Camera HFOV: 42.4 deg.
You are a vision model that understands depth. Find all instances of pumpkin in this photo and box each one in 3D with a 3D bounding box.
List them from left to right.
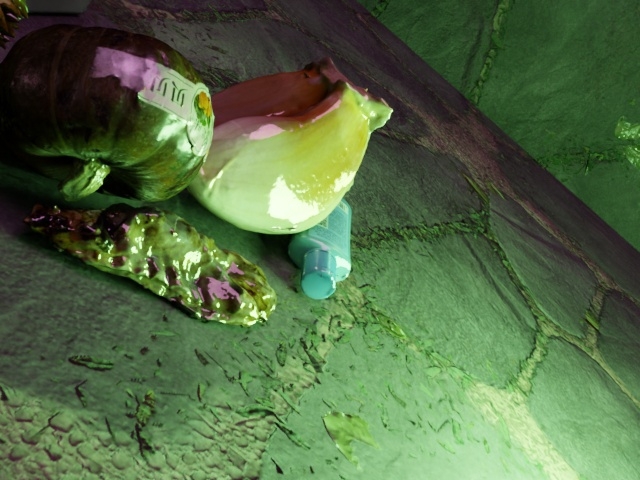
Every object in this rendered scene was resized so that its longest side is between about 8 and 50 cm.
[{"bbox_3d":[-0.255,-0.129,0.959,0.260,0.260,0.189,26,64,-29],"label":"pumpkin"}]

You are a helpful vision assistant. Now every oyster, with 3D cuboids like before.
[{"bbox_3d":[-0.185,0.022,0.987,0.345,0.078,0.128,24,38,-36],"label":"oyster"}]

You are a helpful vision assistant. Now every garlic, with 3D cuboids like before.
[{"bbox_3d":[-0.078,-0.146,1.224,0.313,0.249,0.286,-31,72,-20],"label":"garlic"}]

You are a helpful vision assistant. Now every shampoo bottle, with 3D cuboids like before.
[{"bbox_3d":[0.000,0.000,1.277,0.104,0.061,0.258,29,27,-14],"label":"shampoo bottle"}]

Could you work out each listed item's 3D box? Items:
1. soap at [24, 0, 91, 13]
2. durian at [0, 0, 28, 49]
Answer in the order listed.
[{"bbox_3d":[-0.437,-0.429,1.250,0.087,0.160,0.265,45,25,7],"label":"soap"},{"bbox_3d":[-0.474,-0.269,0.878,0.394,0.163,0.198,-4,76,-49],"label":"durian"}]
